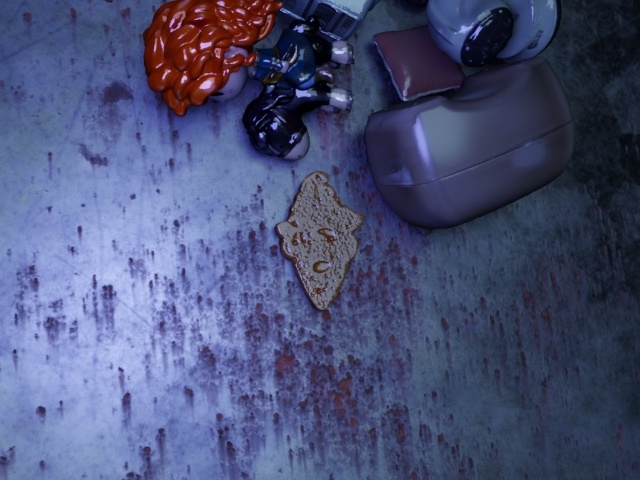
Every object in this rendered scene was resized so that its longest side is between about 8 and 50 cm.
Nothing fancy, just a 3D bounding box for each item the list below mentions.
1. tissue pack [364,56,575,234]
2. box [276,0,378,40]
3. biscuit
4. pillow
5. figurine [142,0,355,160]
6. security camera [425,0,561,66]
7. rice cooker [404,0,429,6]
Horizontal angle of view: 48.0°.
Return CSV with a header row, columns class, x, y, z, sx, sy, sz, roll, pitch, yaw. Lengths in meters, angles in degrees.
class,x,y,z,sx,sy,sz,roll,pitch,yaw
tissue pack,0.302,-0.180,1.429,0.387,0.267,0.277,-25,101,-20
box,-0.010,-0.542,1.440,0.290,0.220,0.166,25,88,-10
biscuit,0.000,0.000,1.429,0.183,0.043,0.280,-2,85,-13
pillow,0.215,-0.383,1.545,0.179,0.075,0.171,-17,79,-21
figurine,-0.128,-0.329,1.378,0.412,0.241,0.306,31,99,-27
security camera,0.347,-0.460,1.494,0.277,0.197,0.191,-17,58,-33
rice cooker,0.205,-0.616,1.565,0.142,0.118,0.203,-34,96,-20
